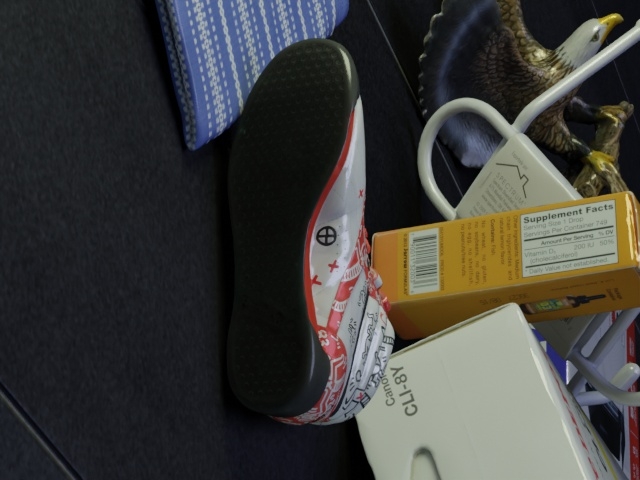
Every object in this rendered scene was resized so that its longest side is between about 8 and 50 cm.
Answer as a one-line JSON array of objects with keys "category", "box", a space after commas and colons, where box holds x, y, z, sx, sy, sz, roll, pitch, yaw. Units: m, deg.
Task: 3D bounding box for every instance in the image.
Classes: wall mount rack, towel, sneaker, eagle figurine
[{"category": "wall mount rack", "box": [0.256, -0.032, 1.685, 0.130, 0.304, 0.350, -2, 44, -47]}, {"category": "towel", "box": [-0.062, -0.232, 1.398, 0.336, 0.040, 0.243, -50, 131, -61]}, {"category": "sneaker", "box": [-0.001, 0.001, 1.370, 0.145, 0.090, 0.270, 29, 64, -65]}, {"category": "eagle figurine", "box": [0.196, -0.172, 1.884, 0.298, 0.225, 0.226, 37, -4, -22]}]

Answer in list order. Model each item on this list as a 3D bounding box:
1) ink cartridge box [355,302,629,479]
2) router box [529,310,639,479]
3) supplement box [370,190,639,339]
[{"category": "ink cartridge box", "box": [0.192, 0.270, 1.575, 0.385, 0.160, 0.279, 51, 15, -52]}, {"category": "router box", "box": [0.264, 0.188, 2.007, 0.301, 0.082, 0.335, 46, 41, -57]}, {"category": "supplement box", "box": [0.163, 0.023, 1.594, 0.078, 0.233, 0.080, 47, 41, -56]}]
